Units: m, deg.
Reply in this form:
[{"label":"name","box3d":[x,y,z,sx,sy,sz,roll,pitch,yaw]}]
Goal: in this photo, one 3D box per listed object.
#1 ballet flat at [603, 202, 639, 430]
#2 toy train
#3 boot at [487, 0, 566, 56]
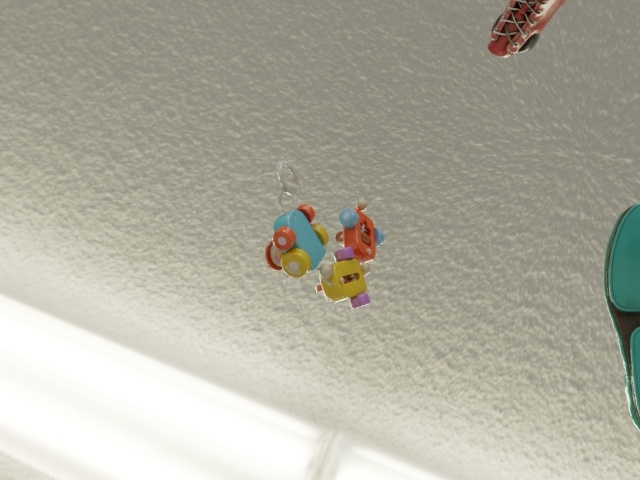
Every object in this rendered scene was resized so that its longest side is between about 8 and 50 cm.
[{"label":"ballet flat","box3d":[0.336,0.084,0.746,0.083,0.087,0.247,-6,-113,23]},{"label":"toy train","box3d":[0.000,0.000,0.690,0.046,0.166,0.125,-23,-124,31]},{"label":"boot","box3d":[0.273,-0.317,0.945,0.088,0.244,0.176,43,-70,14]}]
